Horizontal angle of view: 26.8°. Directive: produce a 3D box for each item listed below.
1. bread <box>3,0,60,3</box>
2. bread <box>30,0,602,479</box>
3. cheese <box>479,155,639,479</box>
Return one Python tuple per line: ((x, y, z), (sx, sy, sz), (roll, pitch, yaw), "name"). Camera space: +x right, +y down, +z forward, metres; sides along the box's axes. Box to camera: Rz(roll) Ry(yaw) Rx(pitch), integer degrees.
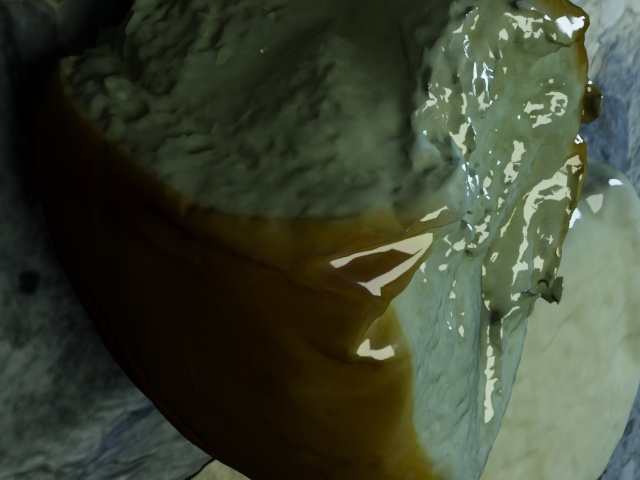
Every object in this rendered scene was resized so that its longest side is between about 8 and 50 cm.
((-0.093, -0.228, 0.520), (0.305, 0.159, 0.305), (-29, 134, -35), "bread")
((0.000, 0.000, 0.673), (0.225, 0.250, 0.279), (-43, 138, -26), "bread")
((0.110, 0.087, 0.940), (0.318, 0.115, 0.326), (17, 96, -49), "cheese")
